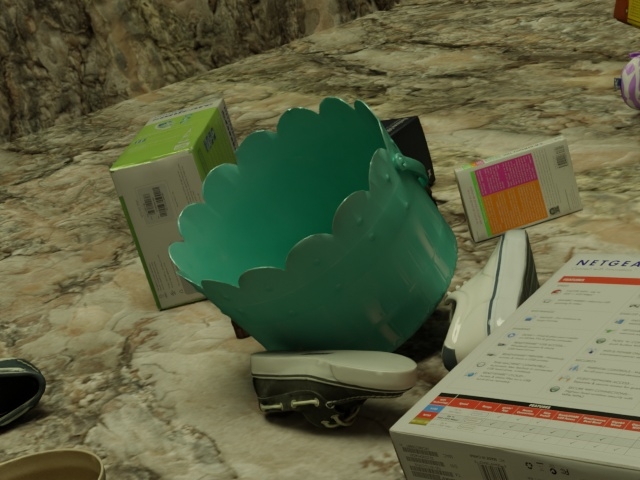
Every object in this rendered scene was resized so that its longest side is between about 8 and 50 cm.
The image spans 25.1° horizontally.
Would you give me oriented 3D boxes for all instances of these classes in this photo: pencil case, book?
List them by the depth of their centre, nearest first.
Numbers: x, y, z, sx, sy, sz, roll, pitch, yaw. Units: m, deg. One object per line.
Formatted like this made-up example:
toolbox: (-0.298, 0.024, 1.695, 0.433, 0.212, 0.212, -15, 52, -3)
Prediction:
book: (0.248, -0.065, 1.803, 0.144, 0.096, 0.035, -16, 16, -1)
pencil case: (0.534, -0.233, 2.083, 0.086, 0.088, 0.206, 0, 5, -43)

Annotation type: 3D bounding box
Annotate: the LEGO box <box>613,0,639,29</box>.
LEGO box: (0.653, -0.324, 1.858, 0.372, 0.193, 0.500, 5, 15, -11)

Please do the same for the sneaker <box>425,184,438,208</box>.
sneaker: (0.076, 0.003, 1.743, 0.106, 0.101, 0.267, -11, 17, 24)

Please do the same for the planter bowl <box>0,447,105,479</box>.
planter bowl: (-0.243, 0.261, 1.201, 0.162, 0.109, 0.162, -15, 16, 4)

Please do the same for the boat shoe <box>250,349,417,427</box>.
boat shoe: (0.014, 0.145, 1.403, 0.078, 0.070, 0.219, -5, 2, -39)

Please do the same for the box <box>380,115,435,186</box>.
box: (0.038, -0.099, 2.087, 0.207, 0.108, 0.153, -6, 19, 32)

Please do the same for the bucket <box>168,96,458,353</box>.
bucket: (0.000, 0.000, 1.537, 0.281, 0.183, 0.281, -29, 32, 20)

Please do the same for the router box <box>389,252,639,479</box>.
router box: (0.276, 0.121, 1.161, 0.335, 0.082, 0.301, 2, 31, 47)

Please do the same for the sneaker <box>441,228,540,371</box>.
sneaker: (0.175, 0.058, 1.485, 0.091, 0.094, 0.258, -9, 18, 17)

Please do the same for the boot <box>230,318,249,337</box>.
boot: (-0.083, 0.045, 1.728, 0.037, 0.114, 0.106, -4, 21, 34)

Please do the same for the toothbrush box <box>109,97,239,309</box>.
toothbrush box: (-0.177, -0.057, 1.987, 0.122, 0.206, 0.283, -14, 18, 11)

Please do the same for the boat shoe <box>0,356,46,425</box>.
boat shoe: (-0.433, 0.198, 1.619, 0.254, 0.095, 0.079, -13, 3, -22)
